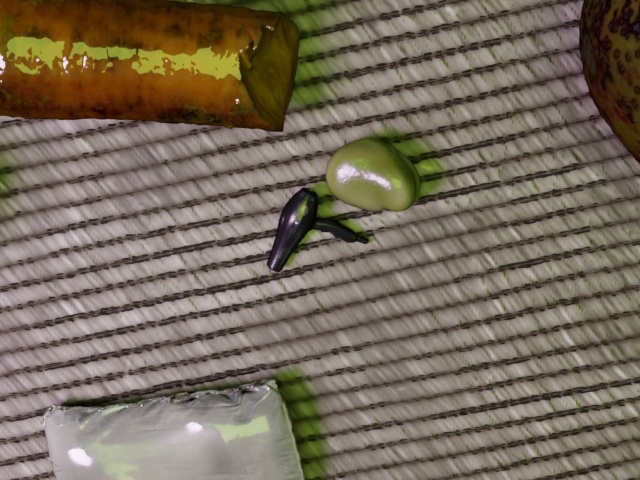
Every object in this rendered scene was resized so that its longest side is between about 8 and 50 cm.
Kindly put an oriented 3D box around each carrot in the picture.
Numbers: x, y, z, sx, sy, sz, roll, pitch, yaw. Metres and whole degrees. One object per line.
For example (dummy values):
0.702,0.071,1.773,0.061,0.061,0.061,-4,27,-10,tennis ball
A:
-0.170,-0.148,0.867,0.301,0.114,0.114,4,100,-1,carrot

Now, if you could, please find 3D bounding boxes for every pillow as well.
-0.132,0.197,0.957,0.229,0.051,0.128,-8,98,3,pillow

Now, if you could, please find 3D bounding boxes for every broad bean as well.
0.046,-0.055,0.917,0.083,0.045,0.063,18,112,5,broad bean

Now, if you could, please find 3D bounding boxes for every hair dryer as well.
0.000,0.000,0.936,0.083,0.031,0.079,20,110,-11,hair dryer

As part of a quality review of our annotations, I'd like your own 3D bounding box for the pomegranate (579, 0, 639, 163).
0.341,-0.200,0.801,0.284,0.285,0.341,17,67,-3,pomegranate
